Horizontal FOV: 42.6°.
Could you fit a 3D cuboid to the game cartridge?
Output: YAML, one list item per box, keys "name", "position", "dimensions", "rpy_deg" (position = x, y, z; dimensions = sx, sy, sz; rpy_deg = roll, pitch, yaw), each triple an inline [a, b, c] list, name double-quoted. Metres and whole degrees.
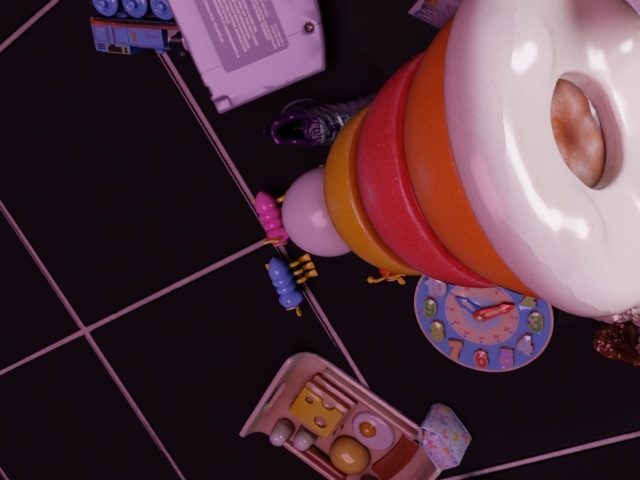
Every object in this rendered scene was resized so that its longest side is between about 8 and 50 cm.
- name: "game cartridge"
  position: [-0.110, -0.345, 1.113]
  dimensions: [0.198, 0.062, 0.297]
  rpy_deg: [-21, 105, 6]

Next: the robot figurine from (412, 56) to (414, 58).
- name: "robot figurine"
  position: [0.167, -0.202, 1.074]
  dimensions: [0.115, 0.067, 0.101]
  rpy_deg: [28, 152, 10]

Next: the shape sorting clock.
- name: "shape sorting clock"
  position: [0.236, 0.107, 1.202]
  dimensions: [0.206, 0.040, 0.206]
  rpy_deg: [10, 117, 21]

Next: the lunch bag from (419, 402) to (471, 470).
- name: "lunch bag"
  position: [0.191, 0.308, 1.299]
  dimensions: [0.053, 0.071, 0.083]
  rpy_deg: [-28, 101, 37]

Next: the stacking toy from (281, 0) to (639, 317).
- name: "stacking toy"
  position: [0.127, -0.068, 0.933]
  dimensions: [0.480, 0.350, 0.351]
  rpy_deg: [-16, 106, 51]

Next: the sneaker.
- name: "sneaker"
  position: [0.033, -0.155, 1.142]
  dimensions: [0.223, 0.098, 0.083]
  rpy_deg: [-1, 112, 26]

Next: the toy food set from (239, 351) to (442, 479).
- name: "toy food set"
  position: [0.028, 0.350, 1.383]
  dimensions: [0.306, 0.092, 0.220]
  rpy_deg: [35, 123, 7]

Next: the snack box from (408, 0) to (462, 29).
- name: "snack box"
  position: [0.153, -0.285, 0.980]
  dimensions: [0.064, 0.178, 0.022]
  rpy_deg: [25, 91, -6]

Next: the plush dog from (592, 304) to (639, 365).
- name: "plush dog"
  position: [0.473, 0.104, 1.031]
  dimensions: [0.262, 0.210, 0.225]
  rpy_deg: [27, 141, 33]

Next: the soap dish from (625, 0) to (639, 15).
- name: "soap dish"
  position: [0.321, -0.228, 0.959]
  dimensions: [0.291, 0.118, 0.229]
  rpy_deg: [-36, 95, 33]

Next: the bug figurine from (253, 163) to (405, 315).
- name: "bug figurine"
  position: [0.000, 0.000, 1.246]
  dimensions: [0.279, 0.072, 0.216]
  rpy_deg: [-19, 103, 31]

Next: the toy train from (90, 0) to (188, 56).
- name: "toy train"
  position: [-0.256, -0.328, 1.215]
  dimensions: [0.184, 0.080, 0.105]
  rpy_deg: [9, 125, 19]
